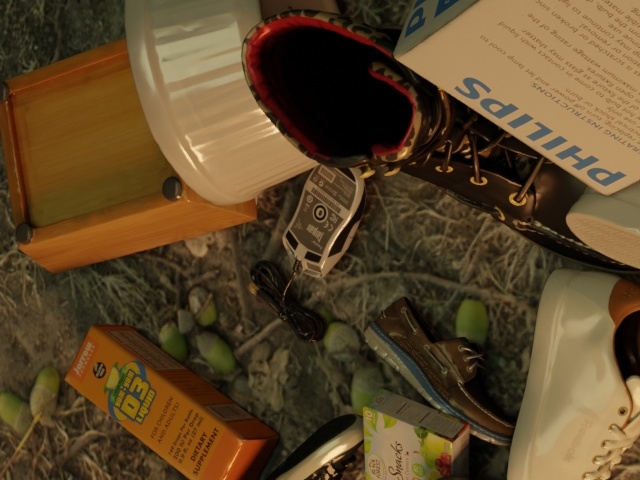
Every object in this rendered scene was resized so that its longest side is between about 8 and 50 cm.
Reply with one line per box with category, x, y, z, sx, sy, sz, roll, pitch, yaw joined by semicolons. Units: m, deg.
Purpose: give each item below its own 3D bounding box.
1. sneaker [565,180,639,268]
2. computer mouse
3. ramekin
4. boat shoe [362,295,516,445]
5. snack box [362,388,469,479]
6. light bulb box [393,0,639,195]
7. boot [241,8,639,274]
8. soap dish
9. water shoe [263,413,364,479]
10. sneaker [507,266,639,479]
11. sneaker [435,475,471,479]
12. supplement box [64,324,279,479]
sneaker;0.364;-0.031;1.285;0.292;0.108;0.169;24;72;26
computer mouse;0.000;0.000;1.630;0.106;0.042;0.193;41;115;29
ramekin;-0.066;-0.179;1.545;0.127;0.273;0.273;-14;83;23
boat shoe;0.123;0.123;1.540;0.183;0.066;0.066;39;100;21
snack box;0.092;0.220;1.536;0.100;0.037;0.141;20;130;31
light bulb box;0.283;-0.277;1.196;0.361;0.225;0.358;-31;32;57
boot;0.127;-0.089;1.411;0.377;0.284;0.138;38;108;24
soap dish;-0.215;-0.103;1.707;0.291;0.118;0.229;-14;82;33
water shoe;-0.009;0.256;1.627;0.080;0.073;0.203;44;112;-6
sneaker;0.246;0.174;1.441;0.123;0.106;0.290;9;93;32
sneaker;0.140;0.333;1.458;0.087;0.130;0.227;-12;100;31
supplement box;-0.160;0.178;1.701;0.233;0.080;0.078;33;103;29
